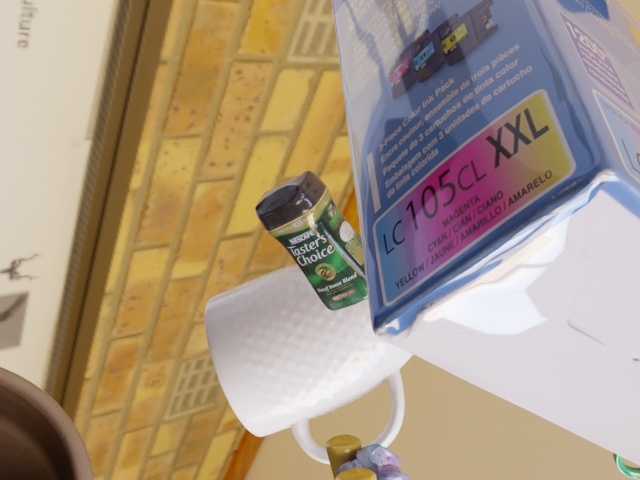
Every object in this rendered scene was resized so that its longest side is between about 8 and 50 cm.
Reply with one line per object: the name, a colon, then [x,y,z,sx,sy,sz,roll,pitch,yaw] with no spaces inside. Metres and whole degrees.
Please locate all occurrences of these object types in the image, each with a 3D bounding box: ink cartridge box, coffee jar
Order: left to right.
coffee jar: [0.000,0.000,1.015,0.096,0.079,0.184,-24,-67,34]
ink cartridge box: [0.153,-0.083,0.532,0.151,0.270,0.395,-39,-142,31]

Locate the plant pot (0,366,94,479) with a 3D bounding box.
plant pot: [-0.306,0.250,0.553,0.263,0.263,0.229,50,-42,34]

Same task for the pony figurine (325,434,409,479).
pony figurine: [0.024,0.414,0.837,0.302,0.351,0.364,1,-83,45]

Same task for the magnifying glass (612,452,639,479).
magnifying glass: [0.464,0.281,1.151,0.092,0.026,0.231,-26,-63,17]

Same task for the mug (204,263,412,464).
mug: [0.013,0.214,1.388,0.328,0.276,0.374,-22,-107,9]
